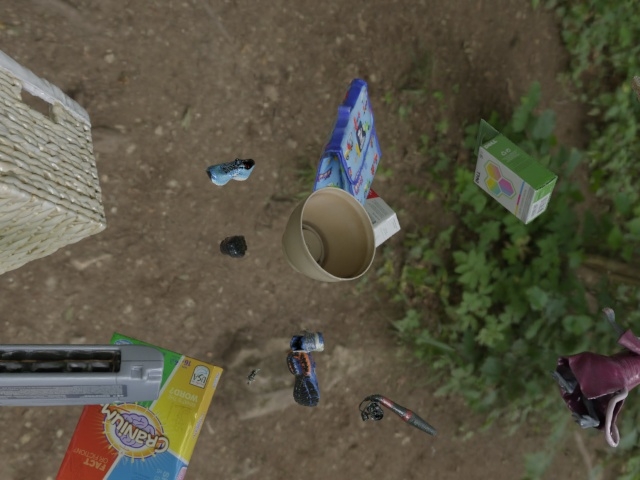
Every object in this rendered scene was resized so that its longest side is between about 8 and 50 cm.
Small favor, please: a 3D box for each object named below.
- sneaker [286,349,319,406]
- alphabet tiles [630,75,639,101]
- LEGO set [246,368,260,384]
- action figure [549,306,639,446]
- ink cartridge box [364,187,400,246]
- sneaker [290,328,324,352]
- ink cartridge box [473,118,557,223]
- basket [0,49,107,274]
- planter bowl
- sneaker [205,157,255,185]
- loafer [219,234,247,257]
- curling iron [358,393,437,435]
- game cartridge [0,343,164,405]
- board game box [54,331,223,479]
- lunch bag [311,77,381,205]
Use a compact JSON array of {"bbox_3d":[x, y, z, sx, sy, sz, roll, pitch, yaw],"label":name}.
[{"bbox_3d":[-0.040,0.398,1.862,0.087,0.083,0.221,-59,146,-60],"label":"sneaker"},{"bbox_3d":[0.835,-0.300,1.378,0.278,0.284,0.021,-70,172,-53],"label":"alphabet tiles"},{"bbox_3d":[-0.197,0.382,1.784,0.054,0.023,0.083,-51,-172,-22],"label":"LEGO set"},{"bbox_3d":[0.872,0.372,1.825,0.370,0.276,0.248,-22,113,-13],"label":"action figure"},{"bbox_3d":[0.111,-0.047,2.223,0.273,0.197,0.114,-36,146,-6],"label":"ink cartridge box"},{"bbox_3d":[-0.042,0.218,1.362,0.058,0.135,0.052,-2,79,-23],"label":"sneaker"},{"bbox_3d":[0.373,-0.142,1.283,0.062,0.209,0.109,-32,148,-16],"label":"ink cartridge box"},{"bbox_3d":[-0.582,-0.112,1.049,0.328,0.331,0.266,42,26,-73],"label":"basket"},{"bbox_3d":[0.000,0.000,1.092,0.162,0.109,0.162,14,67,-36],"label":"planter bowl"},{"bbox_3d":[-0.245,-0.200,1.721,0.162,0.063,0.073,-22,167,-49],"label":"sneaker"},{"bbox_3d":[-0.282,0.024,2.002,0.223,0.078,0.076,-115,-172,-86],"label":"loafer"},{"bbox_3d":[0.181,0.400,1.423,0.068,0.035,0.274,-41,133,22],"label":"curling iron"},{"bbox_3d":[-0.380,0.196,0.901,0.198,0.297,0.062,129,-39,-64],"label":"game cartridge"},{"bbox_3d":[-0.372,0.380,1.308,0.064,0.242,0.317,71,35,-73],"label":"board game box"},{"bbox_3d":[0.057,-0.224,1.500,0.293,0.138,0.221,83,24,-59],"label":"lunch bag"}]
